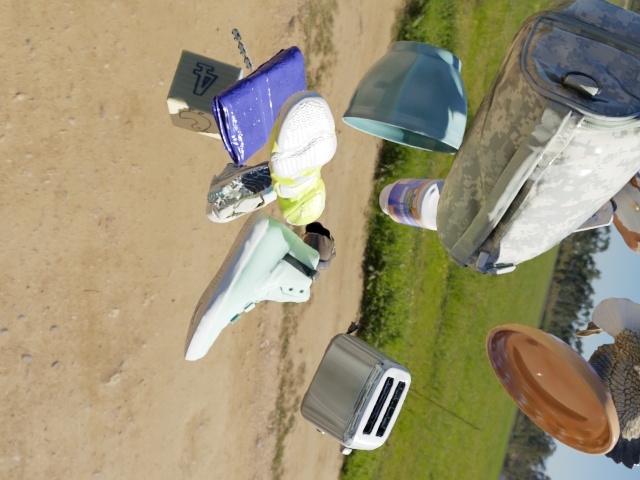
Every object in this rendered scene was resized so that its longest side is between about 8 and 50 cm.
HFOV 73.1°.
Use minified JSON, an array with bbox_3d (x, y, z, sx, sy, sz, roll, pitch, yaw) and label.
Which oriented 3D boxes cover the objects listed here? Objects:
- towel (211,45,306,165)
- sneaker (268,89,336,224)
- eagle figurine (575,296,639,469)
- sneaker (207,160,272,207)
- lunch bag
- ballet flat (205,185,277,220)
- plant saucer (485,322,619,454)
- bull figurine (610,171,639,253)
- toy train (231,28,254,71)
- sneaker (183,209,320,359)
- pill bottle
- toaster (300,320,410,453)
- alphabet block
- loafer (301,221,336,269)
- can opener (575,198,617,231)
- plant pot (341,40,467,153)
[{"bbox_3d":[-0.163,-0.381,1.207,0.308,0.076,0.228,-45,154,-27],"label":"towel"},{"bbox_3d":[-0.042,-0.132,0.618,0.091,0.126,0.240,-12,147,-15],"label":"sneaker"},{"bbox_3d":[0.666,0.279,0.875,0.227,0.224,0.299,88,14,-50],"label":"eagle figurine"},{"bbox_3d":[-0.267,-0.214,1.413,0.110,0.282,0.122,28,50,-51],"label":"sneaker"},{"bbox_3d":[0.288,-0.119,0.574,0.256,0.212,0.305,-41,158,-31],"label":"lunch bag"},{"bbox_3d":[-0.352,-0.149,1.783,0.139,0.399,0.139,36,46,-48],"label":"ballet flat"},{"bbox_3d":[0.321,0.198,0.605,0.037,0.200,0.200,-29,131,-16],"label":"plant saucer"},{"bbox_3d":[0.759,-0.047,1.023,0.188,0.101,0.311,-15,75,-61],"label":"bull figurine"},{"bbox_3d":[-0.295,-0.725,1.646,0.036,0.027,0.159,-77,148,-59],"label":"toy train"},{"bbox_3d":[-0.100,0.098,0.678,0.151,0.094,0.256,31,91,-21],"label":"sneaker"},{"bbox_3d":[0.302,-0.122,1.380,0.152,0.272,0.153,-3,99,-22],"label":"pill bottle"},{"bbox_3d":[0.073,0.285,0.834,0.129,0.146,0.227,33,80,-41],"label":"toaster"},{"bbox_3d":[-0.379,-0.476,1.436,0.192,0.196,0.194,136,-33,-72],"label":"alphabet block"},{"bbox_3d":[0.000,0.000,1.488,0.366,0.133,0.130,-94,-167,-79],"label":"loafer"},{"bbox_3d":[0.558,-0.039,1.052,0.093,0.280,0.074,28,57,-45],"label":"can opener"},{"bbox_3d":[0.216,-0.340,1.018,0.293,0.292,0.197,1,107,-58],"label":"plant pot"}]
